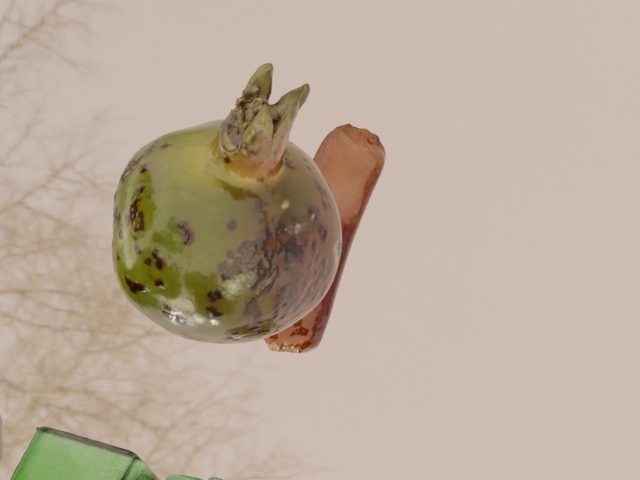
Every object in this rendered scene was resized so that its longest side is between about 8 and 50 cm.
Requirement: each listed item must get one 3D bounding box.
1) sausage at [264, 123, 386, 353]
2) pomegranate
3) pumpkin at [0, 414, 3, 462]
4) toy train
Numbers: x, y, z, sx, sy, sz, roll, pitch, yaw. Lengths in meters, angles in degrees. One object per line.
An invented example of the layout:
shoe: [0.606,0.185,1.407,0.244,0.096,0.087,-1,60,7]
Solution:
sausage: [0.000,0.000,1.583,0.089,0.083,0.300,20,-93,4]
pomegranate: [-0.070,-0.033,1.061,0.198,0.198,0.246,30,-74,36]
pumpkin: [-0.427,0.201,1.292,0.250,0.216,0.249,3,-85,44]
toy train: [-0.121,0.241,0.921,0.188,0.243,0.132,10,-121,28]
